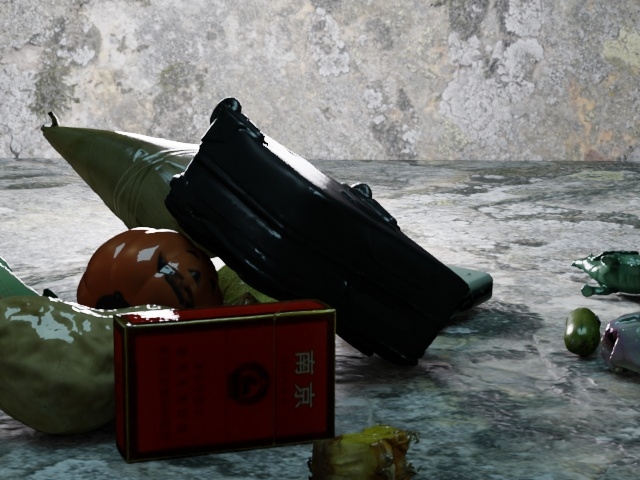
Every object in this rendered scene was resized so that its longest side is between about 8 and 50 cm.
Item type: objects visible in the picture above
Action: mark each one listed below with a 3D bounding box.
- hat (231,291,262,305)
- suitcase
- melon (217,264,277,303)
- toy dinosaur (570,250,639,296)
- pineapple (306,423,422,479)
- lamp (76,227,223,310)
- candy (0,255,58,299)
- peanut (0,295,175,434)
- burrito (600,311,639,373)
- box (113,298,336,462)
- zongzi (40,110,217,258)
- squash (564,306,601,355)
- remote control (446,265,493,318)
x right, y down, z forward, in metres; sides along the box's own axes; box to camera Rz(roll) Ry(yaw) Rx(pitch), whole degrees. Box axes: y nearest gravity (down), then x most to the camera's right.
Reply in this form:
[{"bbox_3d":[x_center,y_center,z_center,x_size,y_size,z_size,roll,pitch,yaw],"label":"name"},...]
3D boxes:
[{"bbox_3d":[-0.102,0.104,2.020,0.146,0.067,0.146,1,11,0],"label":"hat"},{"bbox_3d":[0.000,0.000,1.874,0.345,0.188,0.339,33,4,-42],"label":"suitcase"},{"bbox_3d":[-0.113,0.060,2.216,0.160,0.079,0.128,12,14,42],"label":"melon"},{"bbox_3d":[0.508,0.063,2.259,0.120,0.079,0.292,-8,17,-31],"label":"toy dinosaur"},{"bbox_3d":[0.044,0.226,1.451,0.116,0.069,0.137,-3,2,8],"label":"pineapple"},{"bbox_3d":[-0.216,0.072,1.862,0.188,0.187,0.164,7,27,28],"label":"lamp"},{"bbox_3d":[-0.557,0.073,2.019,0.398,0.172,0.263,26,30,18],"label":"candy"},{"bbox_3d":[-0.257,0.148,1.624,0.291,0.159,0.143,6,-32,-18],"label":"peanut"},{"bbox_3d":[0.475,0.140,1.838,0.229,0.089,0.144,11,13,36],"label":"burrito"},{"bbox_3d":[-0.103,0.150,1.568,0.240,0.153,0.074,-4,7,-21],"label":"box"},{"bbox_3d":[-0.209,-0.115,2.505,0.418,0.181,0.447,38,30,28],"label":"zongzi"},{"bbox_3d":[0.368,0.124,2.010,0.052,0.052,0.183,3,8,11],"label":"squash"},{"bbox_3d":[0.144,0.090,2.136,0.140,0.056,0.296,5,13,30],"label":"remote control"}]
